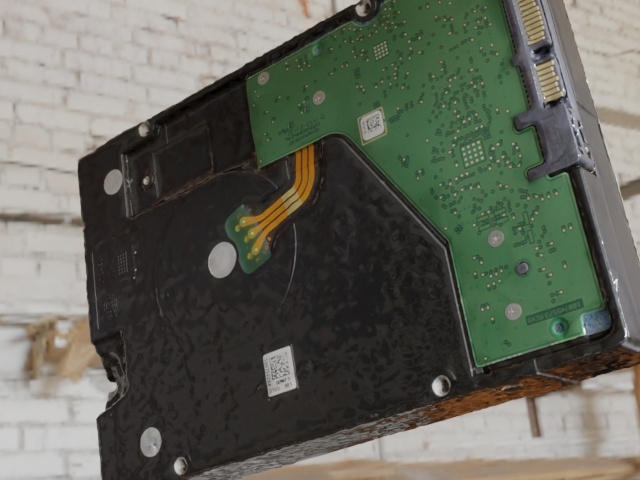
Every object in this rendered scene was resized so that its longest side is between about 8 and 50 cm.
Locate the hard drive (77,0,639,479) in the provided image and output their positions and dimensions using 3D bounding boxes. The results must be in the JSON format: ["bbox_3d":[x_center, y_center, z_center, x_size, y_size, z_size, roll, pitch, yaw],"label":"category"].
[{"bbox_3d":[0.000,0.000,0.582,0.339,0.237,0.064,-24,-25,31],"label":"hard drive"}]
